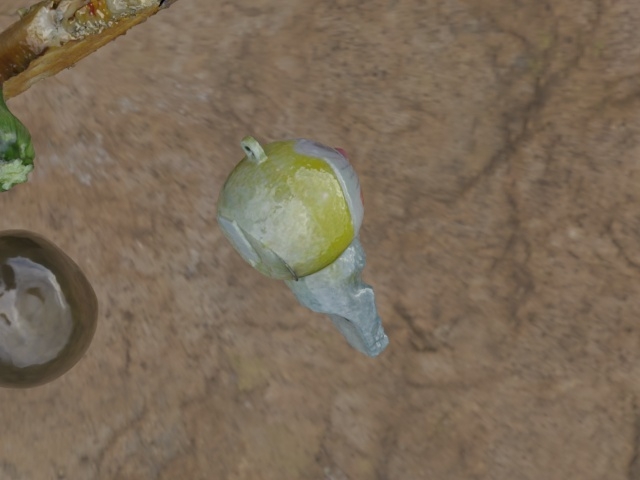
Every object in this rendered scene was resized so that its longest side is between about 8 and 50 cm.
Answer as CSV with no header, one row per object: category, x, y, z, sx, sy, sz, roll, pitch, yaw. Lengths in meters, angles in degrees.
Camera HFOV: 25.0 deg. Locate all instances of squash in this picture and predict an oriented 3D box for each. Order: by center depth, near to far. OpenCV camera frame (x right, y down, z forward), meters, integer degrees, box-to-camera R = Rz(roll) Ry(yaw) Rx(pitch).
squash,-0.292,-0.096,1.229,0.077,0.219,0.068,22,102,-32

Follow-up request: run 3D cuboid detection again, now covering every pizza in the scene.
pizza,-0.266,-0.240,1.571,0.288,0.251,0.074,-32,98,-6

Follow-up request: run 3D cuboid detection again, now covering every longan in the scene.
longan,-0.313,0.069,1.495,0.168,0.187,0.167,4,63,-8

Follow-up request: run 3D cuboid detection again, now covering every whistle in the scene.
whistle,0.000,0.000,1.159,0.123,0.123,0.223,-36,119,-5
